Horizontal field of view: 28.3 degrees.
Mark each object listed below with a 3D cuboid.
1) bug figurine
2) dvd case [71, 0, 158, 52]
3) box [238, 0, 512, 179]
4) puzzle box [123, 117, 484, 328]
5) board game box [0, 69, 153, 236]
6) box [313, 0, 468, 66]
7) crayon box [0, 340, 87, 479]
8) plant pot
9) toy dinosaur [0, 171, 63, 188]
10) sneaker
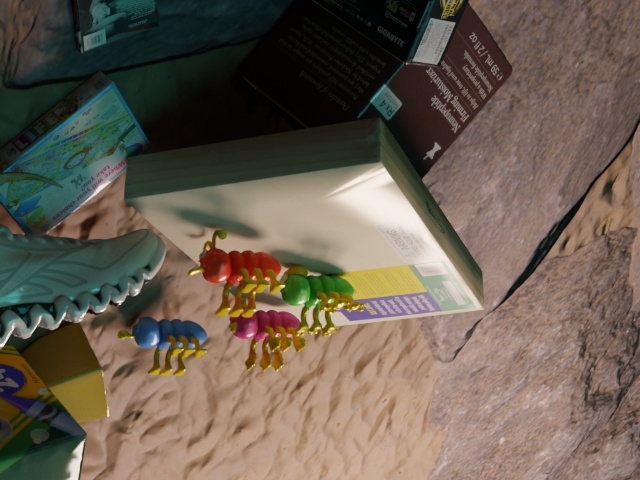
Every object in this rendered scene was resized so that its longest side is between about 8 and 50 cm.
[{"bbox_3d":[-0.086,0.075,1.405,0.216,0.072,0.279,8,151,-29],"label":"bug figurine"},{"bbox_3d":[-0.190,-0.237,1.165,0.087,0.013,0.119,-27,137,-29],"label":"dvd case"},{"bbox_3d":[0.061,-0.180,1.352,0.203,0.167,0.168,-50,145,1],"label":"box"},{"bbox_3d":[0.000,0.000,1.383,0.272,0.052,0.409,-8,155,18],"label":"puzzle box"},{"bbox_3d":[-0.247,-0.080,1.236,0.154,0.026,0.103,-41,143,-12],"label":"board game box"},{"bbox_3d":[0.060,-0.290,1.208,0.051,0.220,0.175,-1,122,-43],"label":"box"},{"bbox_3d":[-0.405,0.188,1.157,0.323,0.203,0.083,-15,131,-39],"label":"crayon box"},{"bbox_3d":[-0.283,0.151,1.365,0.083,0.081,0.081,-18,135,-20],"label":"plant pot"},{"bbox_3d":[-0.336,-0.048,1.149,0.183,0.053,0.093,-25,147,-5],"label":"toy dinosaur"},{"bbox_3d":[-0.281,0.032,1.203,0.292,0.110,0.118,-21,98,-31],"label":"sneaker"}]
